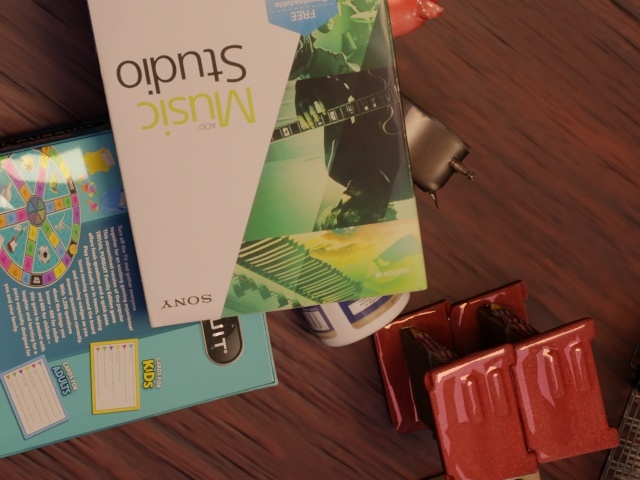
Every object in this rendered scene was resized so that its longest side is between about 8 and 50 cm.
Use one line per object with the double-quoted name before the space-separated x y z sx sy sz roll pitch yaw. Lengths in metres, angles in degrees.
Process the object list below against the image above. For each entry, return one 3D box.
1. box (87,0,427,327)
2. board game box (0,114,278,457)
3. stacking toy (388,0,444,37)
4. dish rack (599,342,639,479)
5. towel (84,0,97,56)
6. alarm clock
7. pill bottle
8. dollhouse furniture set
"box" -0.049 -0.098 1.526 0.232 0.058 0.322 -8 111 4
"board game box" -0.222 0.036 1.615 0.336 0.079 0.254 -14 104 -19
"stacking toy" -0.025 -0.307 1.551 0.309 0.130 0.279 11 99 -14
"dish rack" 0.297 0.209 1.738 0.074 0.208 0.271 17 96 -1
"towel" -0.071 -0.274 1.633 0.285 0.034 0.209 -13 103 -10
"alarm clock" 0.047 -0.107 1.649 0.192 0.129 0.064 40 93 -4
"pill bottle" 0.000 0.000 1.675 0.094 0.094 0.169 -32 107 -5
"dollhouse furniture set" 0.174 0.242 1.711 0.152 0.201 0.374 -15 104 -10
